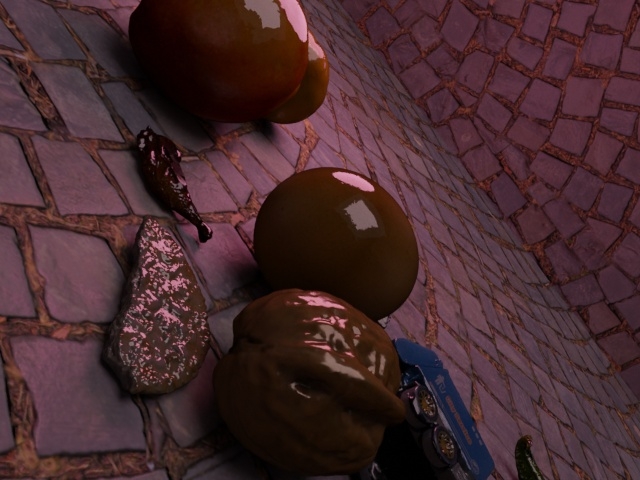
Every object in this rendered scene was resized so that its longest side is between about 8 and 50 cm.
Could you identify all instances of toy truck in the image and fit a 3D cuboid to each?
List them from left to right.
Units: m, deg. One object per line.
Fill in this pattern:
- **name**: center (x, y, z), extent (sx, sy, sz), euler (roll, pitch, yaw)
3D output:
- **toy truck**: center (0.161, 0.328, 1.034), extent (0.175, 0.146, 0.367), euler (-8, 70, -58)

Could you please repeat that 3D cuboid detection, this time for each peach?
- **peach**: center (-0.189, -0.373, 1.301), extent (0.333, 0.307, 0.307), euler (9, 42, -25)
- **peach**: center (-0.089, -0.378, 1.534), extent (0.251, 0.251, 0.153), euler (51, 46, 0)

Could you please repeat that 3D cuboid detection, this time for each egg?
- **egg**: center (0.034, 0.017, 1.170), extent (0.322, 0.250, 0.250), euler (38, 26, -40)

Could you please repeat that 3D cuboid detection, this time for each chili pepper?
- **chili pepper**: center (0.480, 0.565, 1.395), extent (0.359, 0.076, 0.085), euler (61, 6, 12)

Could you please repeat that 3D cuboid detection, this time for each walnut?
- **walnut**: center (-0.005, 0.184, 0.898), extent (0.257, 0.257, 0.224), euler (36, 61, -31)

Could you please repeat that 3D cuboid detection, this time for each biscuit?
- **biscuit**: center (-0.199, 0.096, 0.902), extent (0.141, 0.038, 0.289), euler (38, 29, -30)

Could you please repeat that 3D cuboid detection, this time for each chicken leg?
- **chicken leg**: center (-0.234, -0.095, 1.102), extent (0.089, 0.048, 0.219), euler (5, 50, -55)

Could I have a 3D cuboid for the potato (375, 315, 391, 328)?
- **potato**: center (0.098, 0.095, 1.412), extent (0.101, 0.089, 0.171), euler (22, 65, -15)
